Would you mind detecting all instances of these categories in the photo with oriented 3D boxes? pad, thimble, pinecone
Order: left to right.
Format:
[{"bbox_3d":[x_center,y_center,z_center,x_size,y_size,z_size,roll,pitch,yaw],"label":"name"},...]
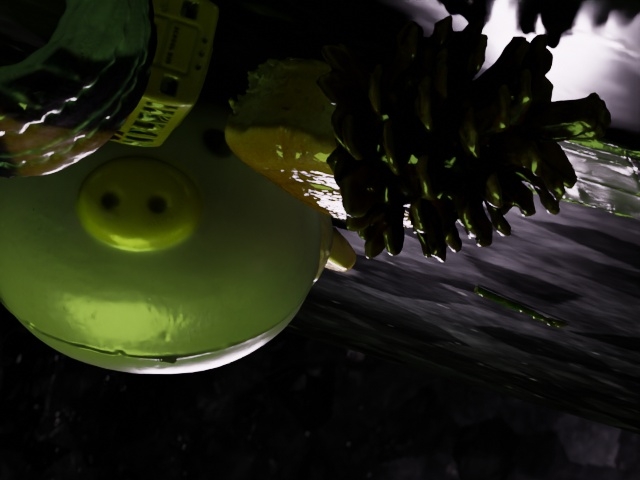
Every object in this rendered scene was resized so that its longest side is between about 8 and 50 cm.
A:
[{"bbox_3d":[-0.254,-0.175,1.401,0.237,0.237,0.150,18,168,15],"label":"thimble"},{"bbox_3d":[0.107,-0.083,1.330,0.169,0.212,0.186,-104,-6,-62],"label":"pinecone"},{"bbox_3d":[0.253,-0.064,1.639,0.174,0.022,0.233,17,170,23],"label":"pad"}]

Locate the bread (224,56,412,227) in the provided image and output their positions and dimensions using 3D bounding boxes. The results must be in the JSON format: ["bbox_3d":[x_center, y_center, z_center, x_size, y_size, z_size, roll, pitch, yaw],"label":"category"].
[{"bbox_3d":[0.025,-0.088,1.674,0.174,0.121,0.245,17,169,29],"label":"bread"}]

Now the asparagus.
[{"bbox_3d":[0.302,0.104,2.649,0.162,0.016,0.016,23,152,-17],"label":"asparagus"}]

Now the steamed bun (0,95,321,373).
[{"bbox_3d":[-0.185,-0.011,1.963,0.373,0.334,0.334,6,172,1],"label":"steamed bun"}]

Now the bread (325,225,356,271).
[{"bbox_3d":[0.000,0.000,2.544,0.115,0.056,0.082,28,170,-11],"label":"bread"}]

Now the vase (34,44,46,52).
[{"bbox_3d":[-0.281,-0.174,2.050,0.059,0.059,0.167,17,171,20],"label":"vase"}]

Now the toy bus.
[{"bbox_3d":[-0.181,-0.162,1.690,0.123,0.121,0.335,14,172,-10],"label":"toy bus"}]

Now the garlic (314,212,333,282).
[{"bbox_3d":[-0.080,-0.020,2.231,0.145,0.164,0.245,36,179,45],"label":"garlic"}]
